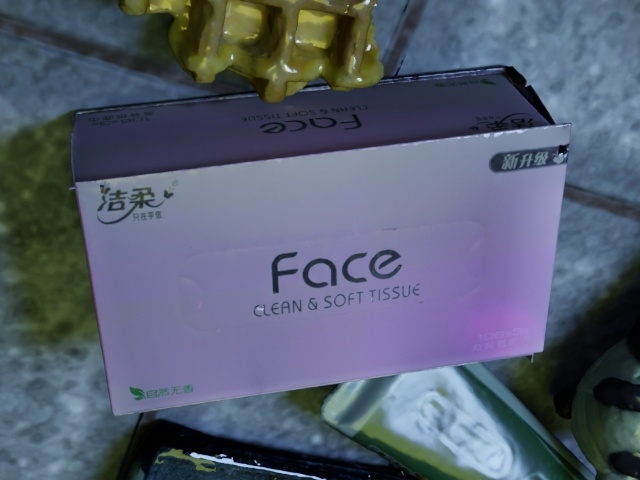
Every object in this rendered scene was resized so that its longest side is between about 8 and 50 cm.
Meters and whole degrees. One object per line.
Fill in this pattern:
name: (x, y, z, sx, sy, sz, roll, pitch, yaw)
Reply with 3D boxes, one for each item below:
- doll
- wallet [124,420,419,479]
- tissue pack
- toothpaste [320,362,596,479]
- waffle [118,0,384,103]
doll: (0.263, 0.078, 0.618, 0.135, 0.143, 0.234, 44, 105, 0)
wallet: (0.027, 0.242, 0.704, 0.378, 0.046, 0.191, 16, 112, -20)
tissue pack: (0.000, 0.000, 0.529, 0.246, 0.092, 0.149, -8, 122, -9)
toothpaste: (0.165, 0.190, 0.672, 0.392, 0.061, 0.099, 41, 83, -18)
waffle: (0.004, -0.191, 0.441, 0.253, 0.056, 0.249, -26, 122, 1)
